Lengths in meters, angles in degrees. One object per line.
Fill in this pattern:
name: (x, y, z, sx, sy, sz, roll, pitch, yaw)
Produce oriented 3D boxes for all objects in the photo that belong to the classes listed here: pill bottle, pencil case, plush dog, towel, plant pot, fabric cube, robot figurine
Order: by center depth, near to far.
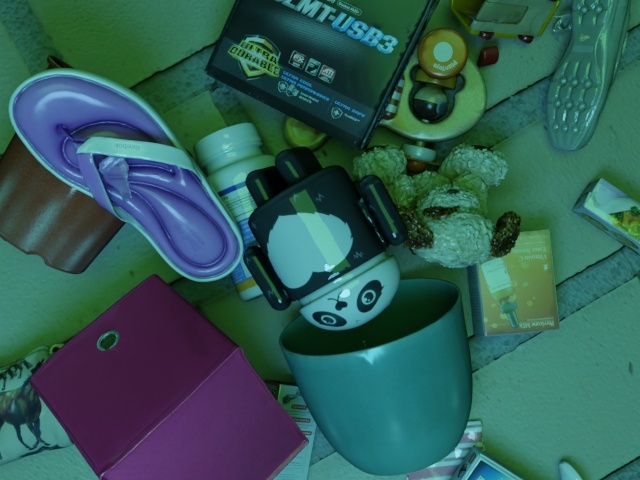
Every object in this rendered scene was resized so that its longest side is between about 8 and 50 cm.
robot figurine: (0.001, -0.001, 1.307, 0.173, 0.209, 0.278, -29, 88, -28)
fabric cube: (-0.224, 0.256, 1.310, 0.254, 0.258, 0.259, -41, 131, -15)
plant pot: (0.106, 0.223, 1.387, 0.293, 0.293, 0.235, -17, 103, -3)
plush dog: (0.187, -0.032, 1.400, 0.262, 0.225, 0.211, 0, 114, -13)
plant pot: (-0.393, -0.108, 1.412, 0.272, 0.272, 0.265, 36, 93, 1)
pencil case: (-0.588, 0.288, 1.414, 0.410, 0.160, 0.184, -15, 99, -3)
pill bottle: (-0.111, -0.049, 1.459, 0.152, 0.152, 0.272, -22, 86, -3)
towel: (0.219, 0.410, 1.495, 0.144, 0.029, 0.197, -8, 86, -3)

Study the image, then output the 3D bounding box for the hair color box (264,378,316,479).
hair color box: (-0.059, 0.320, 1.461, 0.093, 0.053, 0.167, 15, 84, -38)

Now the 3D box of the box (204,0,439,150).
box: (0.005, -0.339, 1.420, 0.295, 0.073, 0.293, 28, 103, 6)

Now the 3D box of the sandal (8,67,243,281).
sandal: (-0.256, -0.087, 1.268, 0.169, 0.102, 0.416, -45, 117, 7)

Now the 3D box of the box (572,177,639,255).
box: (0.591, 0.008, 1.521, 0.324, 0.067, 0.063, 34, 86, 0)

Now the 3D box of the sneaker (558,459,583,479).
sneaker: (0.426, 0.448, 1.487, 0.061, 0.054, 0.152, -18, 87, 0)

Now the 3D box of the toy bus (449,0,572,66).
toy bus: (0.324, -0.413, 1.522, 0.191, 0.202, 0.104, -32, 57, 3)

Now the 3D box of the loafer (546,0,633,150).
loafer: (0.473, -0.310, 1.520, 0.111, 0.112, 0.320, 3, 104, -45)

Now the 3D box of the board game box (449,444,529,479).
board game box: (0.251, 0.516, 1.448, 0.193, 0.053, 0.305, 34, 93, -5)

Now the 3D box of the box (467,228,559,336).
box: (0.323, 0.072, 1.494, 0.130, 0.091, 0.171, -6, 85, -2)

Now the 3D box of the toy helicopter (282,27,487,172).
toy helicopter: (0.111, -0.209, 1.511, 0.355, 0.140, 0.235, -14, 95, 8)
